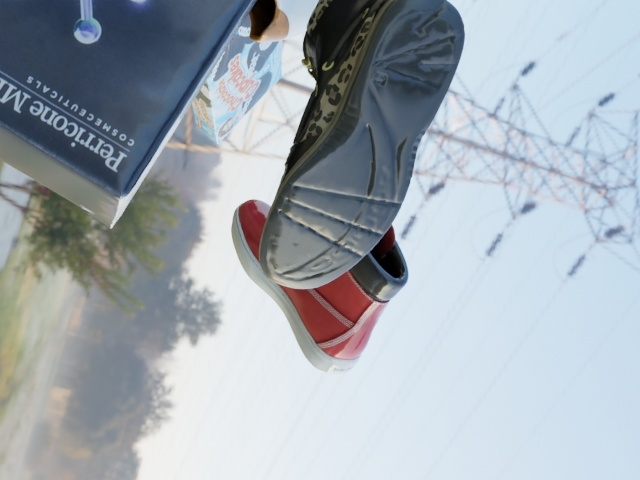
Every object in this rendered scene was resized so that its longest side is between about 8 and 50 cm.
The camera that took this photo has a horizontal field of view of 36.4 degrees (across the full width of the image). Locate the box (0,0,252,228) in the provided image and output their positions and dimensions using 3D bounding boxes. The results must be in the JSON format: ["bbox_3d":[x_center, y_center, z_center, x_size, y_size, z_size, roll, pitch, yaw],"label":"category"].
[{"bbox_3d":[-0.216,-0.261,0.930,0.395,0.294,0.212,-61,-170,-12],"label":"box"}]

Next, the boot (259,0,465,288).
[{"bbox_3d":[0.017,-0.095,0.750,0.236,0.085,0.178,-62,-159,19],"label":"boot"}]

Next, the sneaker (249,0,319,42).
[{"bbox_3d":[-0.087,-0.380,1.180,0.106,0.123,0.290,5,-59,54],"label":"sneaker"}]

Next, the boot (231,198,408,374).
[{"bbox_3d":[0.000,0.000,1.071,0.244,0.088,0.176,52,-50,32],"label":"boot"}]

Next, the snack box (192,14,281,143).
[{"bbox_3d":[-0.144,-0.310,1.654,0.187,0.060,0.322,-49,169,-16],"label":"snack box"}]
